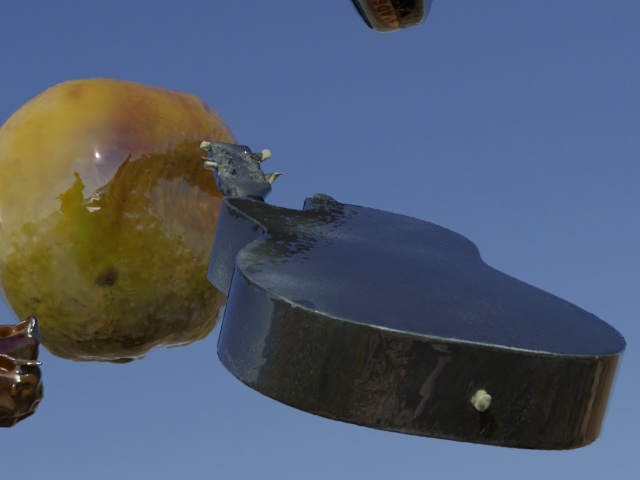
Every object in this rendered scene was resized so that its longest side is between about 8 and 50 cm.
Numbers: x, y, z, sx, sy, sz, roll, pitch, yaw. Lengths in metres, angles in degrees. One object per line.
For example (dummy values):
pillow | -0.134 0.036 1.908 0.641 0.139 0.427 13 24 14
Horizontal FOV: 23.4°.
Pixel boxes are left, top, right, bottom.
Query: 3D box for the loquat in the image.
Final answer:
loquat | -0.204 -0.020 1.523 0.276 0.284 0.276 -7 -7 -1

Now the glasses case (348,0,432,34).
glasses case | 0.026 -0.275 1.055 0.082 0.321 0.122 -15 -40 8

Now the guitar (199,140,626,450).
guitar | 0.000 0.000 0.416 0.088 0.025 0.233 9 14 -18

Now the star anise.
star anise | -0.201 0.095 0.709 0.190 0.097 0.070 -37 -42 -39
